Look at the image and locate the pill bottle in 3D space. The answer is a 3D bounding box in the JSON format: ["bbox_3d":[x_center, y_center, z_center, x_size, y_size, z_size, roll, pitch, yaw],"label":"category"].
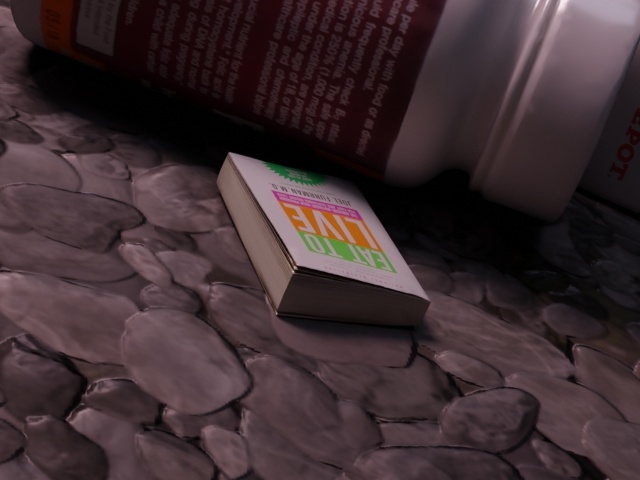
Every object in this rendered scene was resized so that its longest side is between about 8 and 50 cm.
[{"bbox_3d":[0.011,-0.170,1.241,0.392,0.224,0.224,22,27,3],"label":"pill bottle"}]

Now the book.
[{"bbox_3d":[0.000,0.000,1.134,0.096,0.035,0.144,11,26,-27],"label":"book"}]

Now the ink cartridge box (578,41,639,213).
[{"bbox_3d":[0.169,-0.171,1.383,0.273,0.197,0.114,26,27,11],"label":"ink cartridge box"}]
